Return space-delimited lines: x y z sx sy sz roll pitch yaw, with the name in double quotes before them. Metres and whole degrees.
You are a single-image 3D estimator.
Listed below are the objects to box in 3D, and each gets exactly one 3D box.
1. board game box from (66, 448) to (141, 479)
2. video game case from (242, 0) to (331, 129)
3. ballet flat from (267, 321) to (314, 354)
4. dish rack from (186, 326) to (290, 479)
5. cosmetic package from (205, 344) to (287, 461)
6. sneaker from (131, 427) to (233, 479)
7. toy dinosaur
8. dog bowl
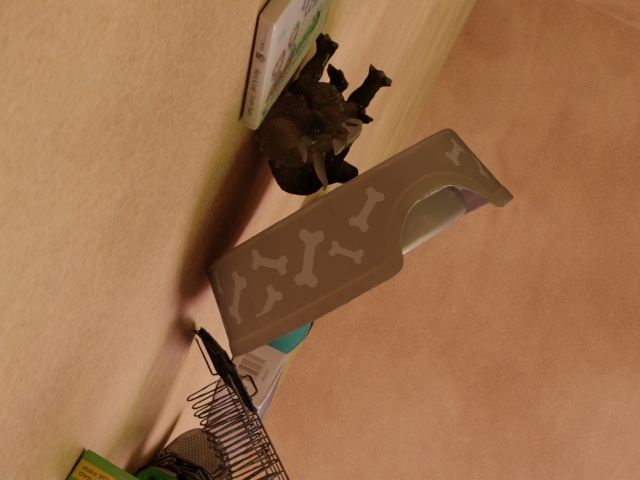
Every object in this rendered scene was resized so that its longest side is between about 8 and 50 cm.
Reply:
"board game box" -0.099 0.325 1.056 0.046 0.317 0.213 -58 173 -23
"video game case" -0.022 -0.196 0.943 0.157 0.019 0.143 -60 174 -33
"ballet flat" -0.045 0.087 1.741 0.280 0.095 0.096 109 -4 -53
"dish rack" -0.092 0.235 1.221 0.074 0.271 0.208 -26 -166 -14
"cosmetic package" -0.132 0.277 1.829 0.117 0.086 0.231 -60 172 -35
"sneaker" -0.182 0.331 1.330 0.343 0.134 0.146 -67 169 -68
"toy dinosaur" -0.009 -0.113 1.132 0.160 0.121 0.313 -50 177 -14
"dog bowl" 0.032 -0.004 1.146 0.349 0.102 0.349 -30 180 0
